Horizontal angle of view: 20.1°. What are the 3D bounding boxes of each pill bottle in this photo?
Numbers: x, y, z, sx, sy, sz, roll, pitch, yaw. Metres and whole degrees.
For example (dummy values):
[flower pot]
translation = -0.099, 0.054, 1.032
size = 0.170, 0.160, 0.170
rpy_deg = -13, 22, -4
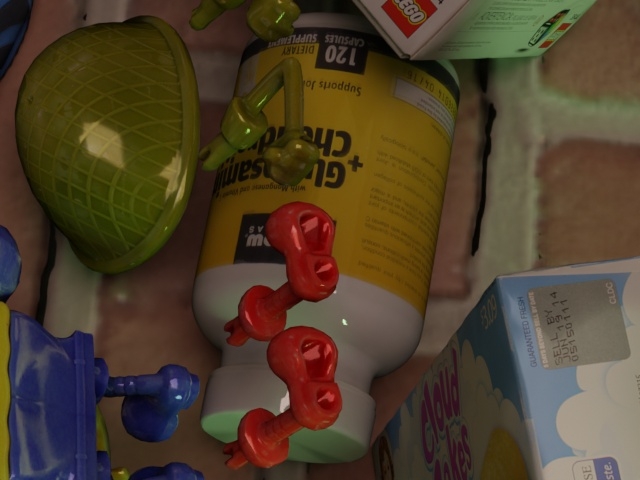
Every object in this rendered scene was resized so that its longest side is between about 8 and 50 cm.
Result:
[pill bottle]
translation = 0.000, 0.000, 0.803
size = 0.103, 0.103, 0.184
rpy_deg = 12, 69, -4

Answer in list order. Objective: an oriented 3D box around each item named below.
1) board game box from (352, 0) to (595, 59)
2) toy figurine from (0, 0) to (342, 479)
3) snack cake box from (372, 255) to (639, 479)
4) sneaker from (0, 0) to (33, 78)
[board game box]
translation = -0.006, -0.212, 0.837
size = 0.053, 0.193, 0.305
rpy_deg = -43, 80, 21
[toy figurine]
translation = -0.132, 0.028, 0.687
size = 0.217, 0.191, 0.363
rpy_deg = 12, 61, -32
[snack cake box]
translation = 0.092, 0.116, 0.691
size = 0.089, 0.264, 0.152
rpy_deg = -7, 72, -10
[sneaker]
translation = -0.179, -0.094, 0.822
size = 0.069, 0.082, 0.209
rpy_deg = 17, 68, 0
